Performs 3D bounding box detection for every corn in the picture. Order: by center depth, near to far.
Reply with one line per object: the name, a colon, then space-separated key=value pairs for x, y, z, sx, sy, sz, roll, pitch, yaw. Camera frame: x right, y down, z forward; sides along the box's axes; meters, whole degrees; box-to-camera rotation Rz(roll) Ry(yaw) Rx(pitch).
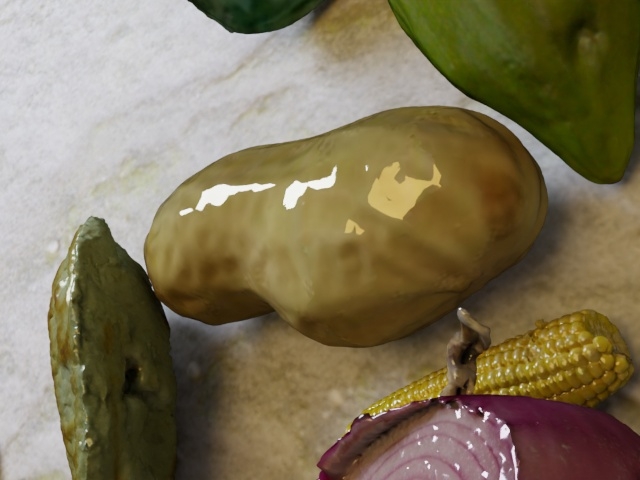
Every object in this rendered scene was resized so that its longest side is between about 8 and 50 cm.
corn: x=0.093 y=0.104 z=0.666 sx=0.206 sy=0.067 sz=0.067 roll=-33 pitch=57 yaw=27

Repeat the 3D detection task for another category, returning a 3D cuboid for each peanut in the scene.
peanut: x=0.000 y=0.000 z=0.730 sx=0.319 sy=0.147 sz=0.147 roll=-10 pitch=69 yaw=38

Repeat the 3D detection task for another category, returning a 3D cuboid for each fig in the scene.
fig: x=0.118 y=-0.161 z=0.674 sx=0.167 sy=0.167 sz=0.233 roll=-26 pitch=54 yaw=30

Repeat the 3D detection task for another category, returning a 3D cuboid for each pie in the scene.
pie: x=-0.154 y=0.106 z=0.820 sx=0.201 sy=0.090 sz=0.248 roll=116 pitch=145 yaw=-69

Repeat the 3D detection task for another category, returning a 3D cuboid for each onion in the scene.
onion: x=0.094 y=0.170 z=0.570 sx=0.207 sy=0.201 sz=0.200 roll=-50 pitch=51 yaw=16

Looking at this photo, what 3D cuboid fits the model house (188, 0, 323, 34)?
model house: x=-0.074 y=-0.337 z=0.881 sx=0.261 sy=0.226 sz=0.241 roll=-52 pitch=36 yaw=9
